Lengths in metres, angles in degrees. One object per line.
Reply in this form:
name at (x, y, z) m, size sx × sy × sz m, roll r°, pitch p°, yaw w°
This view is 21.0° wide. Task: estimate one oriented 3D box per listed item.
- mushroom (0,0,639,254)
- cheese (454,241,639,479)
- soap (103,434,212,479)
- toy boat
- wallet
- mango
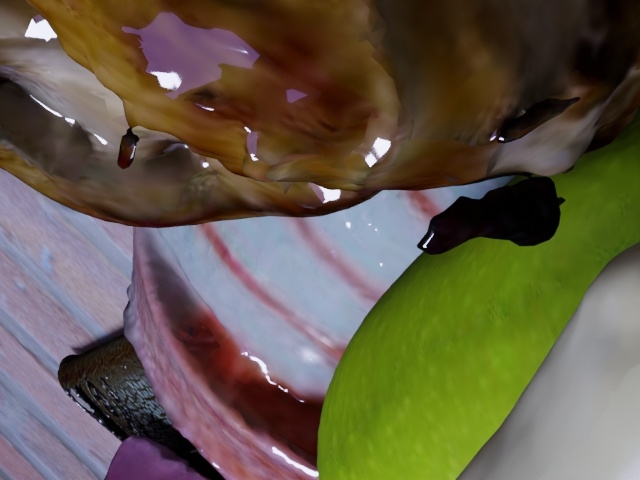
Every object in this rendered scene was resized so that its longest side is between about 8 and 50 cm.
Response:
mushroom at (-0.035, -0.111, 0.445) m, size 0.283 × 0.195 × 0.263 m, roll 38°, pitch 135°, yaw 6°
cheese at (0.115, 0.046, 0.325) m, size 0.328 × 0.130 × 0.351 m, roll -16°, pitch 91°, yaw 37°
soap at (-0.023, 0.310, 1.134) m, size 0.233 × 0.128 × 0.359 m, roll 25°, pitch 151°, yaw 38°
toy boat at (0.000, 0.000, 0.737) m, size 0.206 × 0.096 × 0.282 m, roll 55°, pitch 149°, yaw 13°
wallet at (-0.096, 0.115, 1.114) m, size 0.133 × 0.039 × 0.243 m, roll 45°, pitch 158°, yaw -9°
mango at (0.121, 0.051, 0.513) m, size 0.192 × 0.156 × 0.343 m, roll 36°, pitch 149°, yaw -6°
